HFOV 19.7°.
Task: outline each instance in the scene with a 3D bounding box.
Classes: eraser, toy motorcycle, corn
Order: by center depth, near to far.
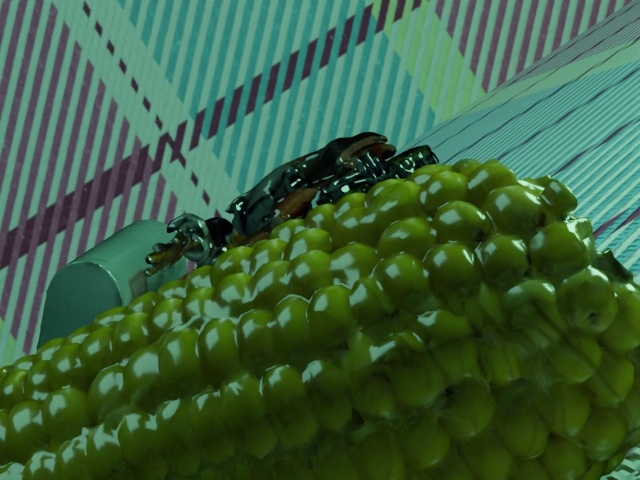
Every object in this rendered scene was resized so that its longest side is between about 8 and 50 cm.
[{"bbox_3d":[-0.076,0.101,0.586,0.387,0.144,0.144,-29,4,4],"label":"corn"},{"bbox_3d":[-0.029,0.007,1.481,0.207,0.134,0.401,-31,2,19],"label":"toy motorcycle"},{"bbox_3d":[-0.188,0.084,1.674,0.081,0.174,0.227,10,11,6],"label":"eraser"}]

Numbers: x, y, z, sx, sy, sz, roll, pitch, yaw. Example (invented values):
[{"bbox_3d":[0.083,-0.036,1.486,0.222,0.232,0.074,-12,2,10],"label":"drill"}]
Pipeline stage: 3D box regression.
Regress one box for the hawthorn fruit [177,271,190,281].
[{"bbox_3d":[-0.108,0.073,1.677,0.093,0.093,0.093,-32,4,2],"label":"hawthorn fruit"}]
